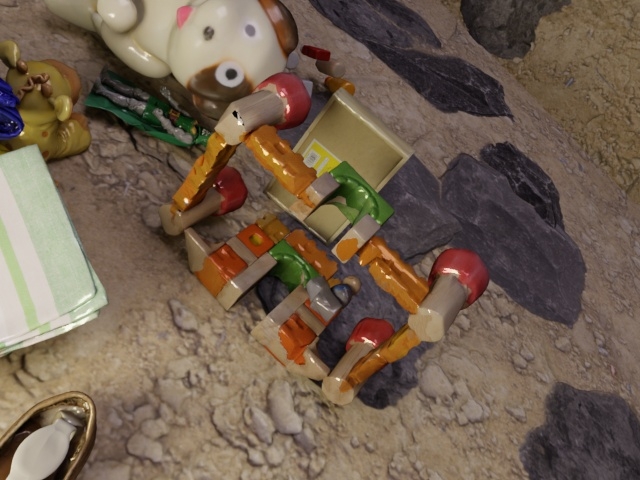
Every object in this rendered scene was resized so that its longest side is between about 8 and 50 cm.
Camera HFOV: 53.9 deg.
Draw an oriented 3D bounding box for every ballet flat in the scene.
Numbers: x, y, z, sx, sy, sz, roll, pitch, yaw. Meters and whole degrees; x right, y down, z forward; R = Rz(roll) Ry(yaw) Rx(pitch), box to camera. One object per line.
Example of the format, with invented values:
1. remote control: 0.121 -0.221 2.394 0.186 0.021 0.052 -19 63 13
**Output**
1. ballet flat: -0.322 0.277 0.605 0.116 0.124 0.342 37 40 -5

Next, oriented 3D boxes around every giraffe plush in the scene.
1. giraffe plush: -0.420 -0.200 0.922 0.181 0.170 0.210 24 43 -20

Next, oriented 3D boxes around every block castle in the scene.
1. block castle: 0.000 0.000 0.976 0.453 0.303 0.213 45 39 3

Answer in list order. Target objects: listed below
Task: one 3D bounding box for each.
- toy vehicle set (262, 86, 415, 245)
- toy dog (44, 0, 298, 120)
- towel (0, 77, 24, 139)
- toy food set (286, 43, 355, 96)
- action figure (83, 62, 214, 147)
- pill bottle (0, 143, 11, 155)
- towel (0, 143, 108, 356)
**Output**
1. toy vehicle set: 0.024 -0.123 1.134 0.166 0.267 0.035 41 41 -2
2. toy dog: -0.237 -0.379 1.131 0.408 0.284 0.395 41 -3 32
3. towel: -0.515 -0.239 0.778 0.308 0.076 0.227 32 3 40
4. toy food set: -0.036 -0.396 1.470 0.232 0.111 0.104 -5 26 -29
5. action figure: -0.296 -0.233 1.143 0.232 0.063 0.137 27 39 -22
6. pill bottle: -0.488 -0.106 0.824 0.208 0.119 0.119 39 40 -3
7. towel: -0.433 0.040 0.694 0.324 0.038 0.248 -24 72 -21
